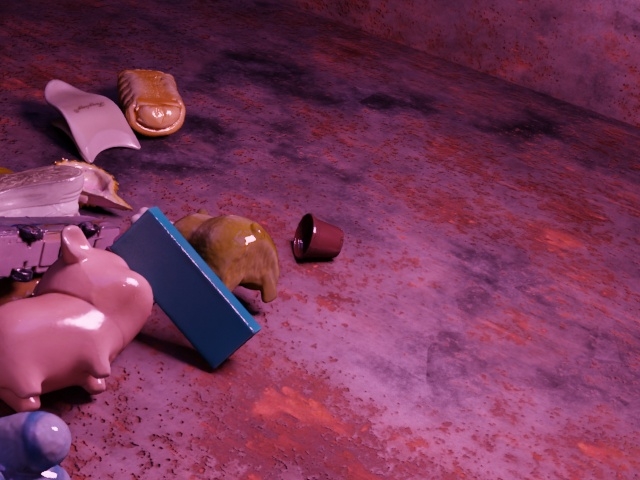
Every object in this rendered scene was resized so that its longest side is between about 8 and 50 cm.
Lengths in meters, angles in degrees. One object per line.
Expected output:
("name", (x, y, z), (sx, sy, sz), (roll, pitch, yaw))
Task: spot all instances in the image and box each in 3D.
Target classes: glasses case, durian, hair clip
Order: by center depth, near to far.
("glasses case", (-0.247, 0.085, 1.596), (0.301, 0.117, 0.070), (49, 16, 2))
("durian", (-0.531, -0.110, 2.000), (0.224, 0.078, 0.140), (33, 24, 15))
("hair clip", (-0.626, -0.326, 2.284), (0.282, 0.113, 0.172), (32, 37, 31))

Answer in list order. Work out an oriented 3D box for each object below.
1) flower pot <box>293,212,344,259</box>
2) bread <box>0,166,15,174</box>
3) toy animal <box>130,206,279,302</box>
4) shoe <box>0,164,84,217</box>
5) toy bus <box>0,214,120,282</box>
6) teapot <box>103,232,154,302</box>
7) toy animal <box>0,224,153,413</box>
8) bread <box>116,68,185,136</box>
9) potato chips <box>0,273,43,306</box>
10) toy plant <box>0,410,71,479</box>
("flower pot", (0.000, 0.000, 1.960), (0.089, 0.111, 0.111), (15, 27, -23))
("bread", (-0.816, -0.083, 1.824), (0.384, 0.112, 0.166), (-16, 40, -35))
("toy animal", (-0.237, 0.028, 1.785), (0.181, 0.180, 0.363), (-8, 13, -40))
("shoe", (-0.639, -0.052, 1.793), (0.316, 0.159, 0.124), (-15, 31, -18))
("toy bus", (-0.543, 0.004, 1.679), (0.138, 0.112, 0.317), (23, 12, 28))
("teapot", (-0.385, 0.053, 1.695), (0.148, 0.146, 0.116), (0, 32, -17))
("toy animal", (-0.442, 0.144, 1.487), (0.326, 0.237, 0.269), (-12, 65, -37))
("bread", (-0.478, -0.383, 2.413), (0.173, 0.121, 0.311), (2, 31, -19))
("potato chips", (-0.601, 0.079, 1.672), (0.208, 0.062, 0.195), (25, 31, 26))
("toy plant", (-0.468, 0.324, 1.177), (0.332, 0.247, 0.247), (27, 34, 14))
